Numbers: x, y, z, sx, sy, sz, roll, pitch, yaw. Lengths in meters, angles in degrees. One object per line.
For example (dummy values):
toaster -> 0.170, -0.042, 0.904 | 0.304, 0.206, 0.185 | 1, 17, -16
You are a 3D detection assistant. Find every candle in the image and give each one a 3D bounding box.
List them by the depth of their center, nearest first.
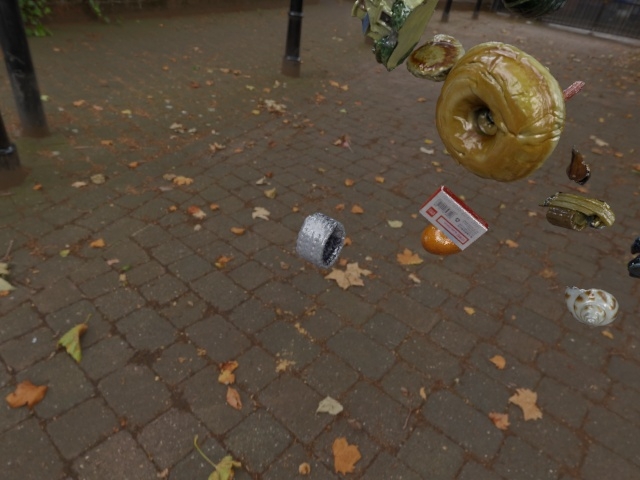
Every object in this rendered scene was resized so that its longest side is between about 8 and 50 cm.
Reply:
candle -> 1.041, -0.611, 1.821 | 0.329, 0.048, 0.051 | -35, 68, -23

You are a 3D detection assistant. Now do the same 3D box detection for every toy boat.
toy boat -> 0.880, -0.094, 1.479 | 0.089, 0.115, 0.310 | 41, 7, -15

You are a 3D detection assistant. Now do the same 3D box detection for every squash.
squash -> 0.645, -0.790, 1.247 | 0.253, 0.251, 0.165 | -7, 15, -22

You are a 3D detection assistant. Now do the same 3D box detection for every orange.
orange -> 0.616, -0.013, 2.112 | 0.224, 0.169, 0.224 | -5, 7, 1

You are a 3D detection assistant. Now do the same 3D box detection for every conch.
conch -> 0.989, -0.277, 1.637 | 0.233, 0.080, 0.086 | 17, 53, -45
conch -> 1.062, 0.262, 1.665 | 0.183, 0.148, 0.275 | 5, -3, 31

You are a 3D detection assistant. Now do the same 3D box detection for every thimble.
thimble -> 0.000, 0.000, 2.001 | 0.157, 0.245, 0.217 | 27, 34, 26

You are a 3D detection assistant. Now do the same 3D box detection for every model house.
model house -> 0.229, -0.798, 1.477 | 0.266, 0.321, 0.261 | 43, 67, 7

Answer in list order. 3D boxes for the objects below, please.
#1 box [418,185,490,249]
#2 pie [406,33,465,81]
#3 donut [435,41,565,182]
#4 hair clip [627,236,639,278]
box -> 0.477, -0.076, 1.510 | 0.229, 0.123, 0.050 | 41, 35, -1
pie -> 0.413, -0.649, 1.504 | 0.205, 0.084, 0.179 | -40, 65, -15
donut -> 0.553, -0.396, 1.354 | 0.198, 0.448, 0.449 | -25, 45, -23
hair clip -> 1.039, 0.072, 1.227 | 0.194, 0.206, 0.310 | 43, -4, -2
